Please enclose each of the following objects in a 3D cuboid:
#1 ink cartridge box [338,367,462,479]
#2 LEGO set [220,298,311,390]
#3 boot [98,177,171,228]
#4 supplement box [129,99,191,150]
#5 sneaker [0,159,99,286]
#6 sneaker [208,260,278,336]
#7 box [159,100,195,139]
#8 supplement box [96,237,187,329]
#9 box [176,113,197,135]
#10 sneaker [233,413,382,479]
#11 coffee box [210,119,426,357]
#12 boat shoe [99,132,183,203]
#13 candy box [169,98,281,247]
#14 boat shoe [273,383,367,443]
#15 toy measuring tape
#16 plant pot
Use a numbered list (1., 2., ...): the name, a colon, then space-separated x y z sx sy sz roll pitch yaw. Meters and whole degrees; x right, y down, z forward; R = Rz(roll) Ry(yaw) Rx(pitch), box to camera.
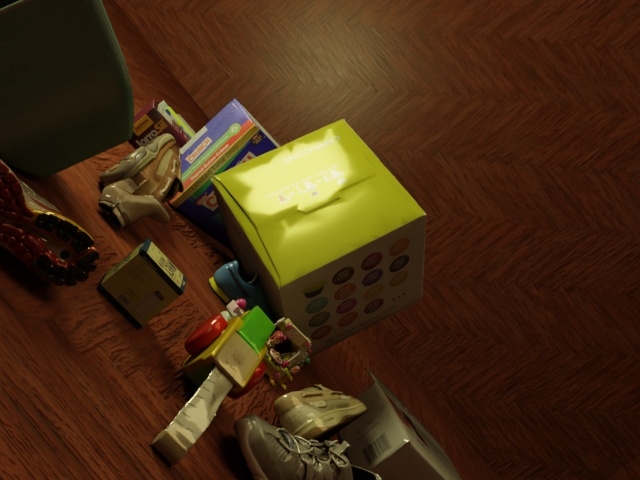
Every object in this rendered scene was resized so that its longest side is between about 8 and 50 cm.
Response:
1. ink cartridge box: 0.176 0.464 1.472 0.309 0.130 0.272 49 4 -26
2. LEGO set: -0.066 0.204 1.322 0.287 0.107 0.132 44 9 -51
3. boot: -0.317 -0.049 1.157 0.118 0.042 0.087 43 41 -14
4. supplement box: -0.379 -0.234 1.674 0.188 0.104 0.081 48 6 -26
5. sneaker: -0.352 -0.032 0.754 0.225 0.088 0.093 48 -14 -31
6. sneaker: -0.138 0.123 1.423 0.209 0.082 0.069 49 3 -33
7. box: -0.383 -0.255 1.758 0.178 0.109 0.042 50 7 -13
8. supplement box: -0.243 0.059 0.942 0.083 0.083 0.056 50 5 -17
9. box: -0.396 -0.277 1.841 0.087 0.102 0.101 49 5 -6
10. sneaker: -0.016 0.309 0.975 0.281 0.115 0.105 47 7 -39
11. coffee box: 0.000 0.000 1.531 0.338 0.338 0.334 55 -16 33
12. boat shoe: -0.330 -0.124 1.345 0.116 0.123 0.324 54 14 -13
13. candy box: -0.201 -0.144 1.676 0.122 0.268 0.317 50 5 36
14. boat shoe: 0.001 0.304 1.237 0.098 0.109 0.302 54 11 17
15. toy measuring tape: -0.153 0.190 0.912 0.121 0.121 0.330 50 28 -9
16. plant pot: -0.393 -0.242 0.964 0.247 0.248 0.252 57 -10 48
